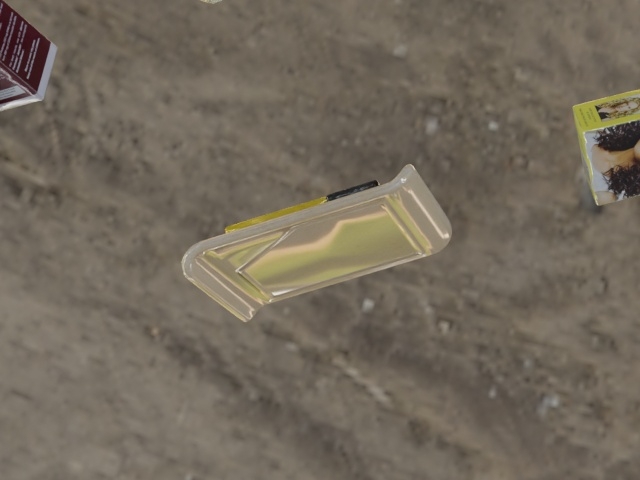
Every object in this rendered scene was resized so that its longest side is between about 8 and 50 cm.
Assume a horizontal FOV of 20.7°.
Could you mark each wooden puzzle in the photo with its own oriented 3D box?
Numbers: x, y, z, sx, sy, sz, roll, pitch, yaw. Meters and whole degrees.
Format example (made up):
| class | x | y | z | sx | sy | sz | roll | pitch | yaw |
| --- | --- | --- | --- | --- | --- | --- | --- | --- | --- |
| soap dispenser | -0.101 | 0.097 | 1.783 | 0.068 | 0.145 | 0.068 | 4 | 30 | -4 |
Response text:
| class | x | y | z | sx | sy | sz | roll | pitch | yaw |
| --- | --- | --- | --- | --- | --- | --- | --- | --- | --- |
| wooden puzzle | 0.000 | 0.000 | 1.722 | 0.239 | 0.044 | 0.221 | -22 | 160 | 8 |

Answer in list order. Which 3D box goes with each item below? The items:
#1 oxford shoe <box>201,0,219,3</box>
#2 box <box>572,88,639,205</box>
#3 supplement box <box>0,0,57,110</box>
| class | x | y | z | sx | sy | sz | roll | pitch | yaw |
| --- | --- | --- | --- | --- | --- | --- | --- | --- | --- |
| oxford shoe | -0.003 | -0.376 | 1.900 | 0.146 | 0.397 | 0.140 | 46 | 167 | 37 |
| box | 0.357 | -0.106 | 1.625 | 0.232 | 0.058 | 0.087 | -15 | 122 | 4 |
| supplement box | -0.396 | -0.222 | 1.781 | 0.130 | 0.073 | 0.239 | -10 | 146 | 32 |
